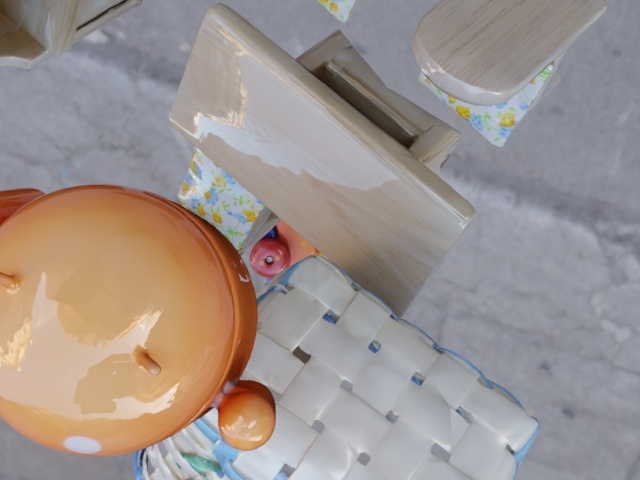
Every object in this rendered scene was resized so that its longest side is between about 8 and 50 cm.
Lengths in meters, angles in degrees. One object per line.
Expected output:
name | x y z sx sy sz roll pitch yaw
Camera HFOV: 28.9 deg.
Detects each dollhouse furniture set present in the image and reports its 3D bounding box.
dollhouse furniture set | -0.092 -0.087 0.829 0.394 0.256 0.362 40 140 10

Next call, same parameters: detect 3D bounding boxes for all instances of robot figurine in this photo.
robot figurine | -0.100 0.037 0.608 0.128 0.158 0.219 -17 176 1

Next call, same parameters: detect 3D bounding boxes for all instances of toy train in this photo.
toy train | 0.000 0.000 1.299 0.143 0.105 0.248 -13 104 5

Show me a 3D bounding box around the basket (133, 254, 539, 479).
basket | -0.003 0.151 0.830 0.255 0.201 0.289 35 158 8
